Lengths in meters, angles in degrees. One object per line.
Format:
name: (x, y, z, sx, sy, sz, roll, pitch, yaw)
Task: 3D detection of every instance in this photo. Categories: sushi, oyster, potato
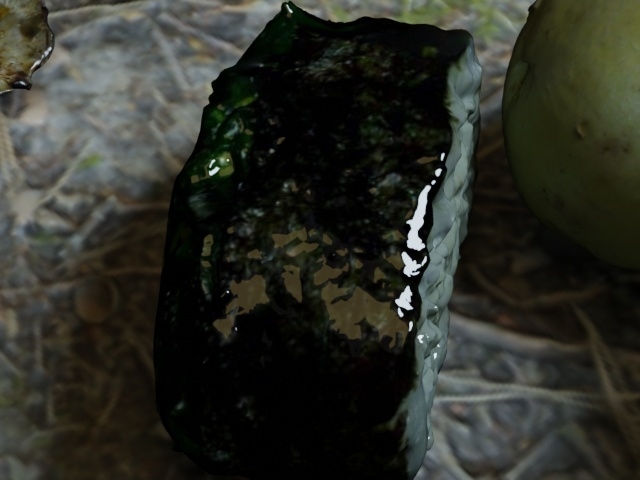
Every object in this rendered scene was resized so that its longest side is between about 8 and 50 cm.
sushi: (0.000, 0.000, 0.865, 0.127, 0.124, 0.225, 7, 56, 9)
oyster: (-0.220, -0.106, 1.000, 0.177, 0.056, 0.105, 14, 45, 13)
potato: (0.208, -0.080, 0.888, 0.262, 0.165, 0.165, -23, 56, -4)
